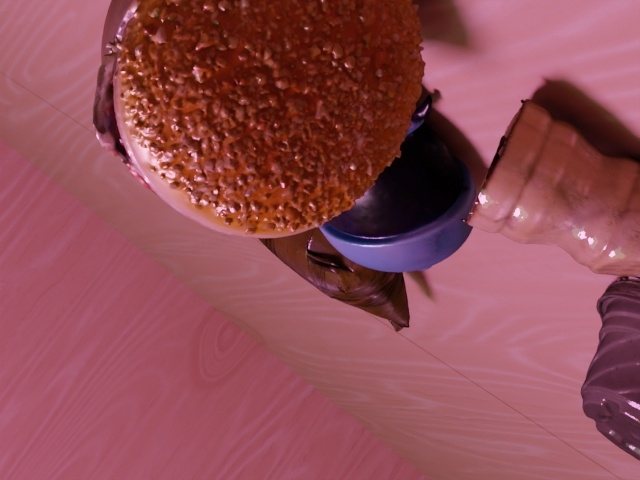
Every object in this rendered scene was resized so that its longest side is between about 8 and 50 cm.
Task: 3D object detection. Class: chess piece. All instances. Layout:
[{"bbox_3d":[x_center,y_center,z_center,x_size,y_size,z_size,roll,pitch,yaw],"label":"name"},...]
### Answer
[{"bbox_3d":[0.285,-0.012,1.379,0.301,0.137,0.137,24,165,4],"label":"chess piece"}]

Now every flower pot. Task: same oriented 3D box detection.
[{"bbox_3d":[0.368,0.156,1.650,0.235,0.140,0.235,32,164,10],"label":"flower pot"}]

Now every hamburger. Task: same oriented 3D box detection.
[{"bbox_3d":[-0.048,-0.148,1.351,0.302,0.302,0.170,45,-179,-33],"label":"hamburger"}]

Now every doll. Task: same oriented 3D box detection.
[{"bbox_3d":[0.066,-0.075,1.634,0.177,0.141,0.314,-3,136,21],"label":"doll"}]

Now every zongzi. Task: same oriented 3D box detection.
[{"bbox_3d":[0.000,0.000,2.094,0.260,0.123,0.289,36,171,22],"label":"zongzi"}]
